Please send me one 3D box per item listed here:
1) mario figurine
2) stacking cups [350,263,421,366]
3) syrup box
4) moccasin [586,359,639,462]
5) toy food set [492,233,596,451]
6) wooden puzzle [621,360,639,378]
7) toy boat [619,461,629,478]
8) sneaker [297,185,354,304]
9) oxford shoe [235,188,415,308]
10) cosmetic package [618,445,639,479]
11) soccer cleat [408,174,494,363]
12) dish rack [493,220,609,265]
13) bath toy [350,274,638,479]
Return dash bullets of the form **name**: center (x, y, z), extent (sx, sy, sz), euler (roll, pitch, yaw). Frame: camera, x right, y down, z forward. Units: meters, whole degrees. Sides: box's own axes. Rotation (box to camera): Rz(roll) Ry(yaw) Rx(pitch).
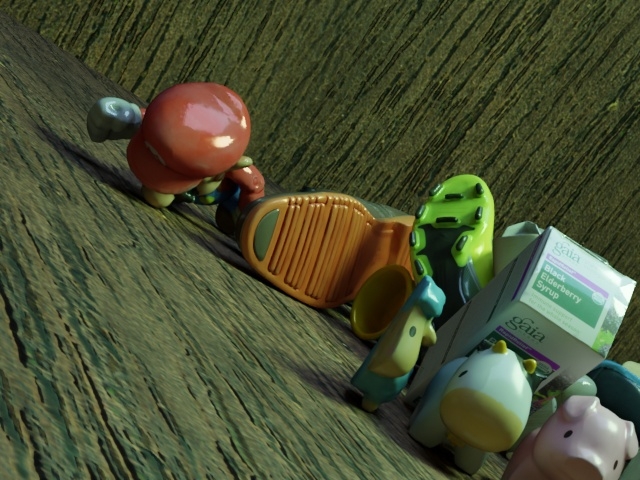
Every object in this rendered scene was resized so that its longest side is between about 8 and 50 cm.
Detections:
- **mario figurine**: center (-0.157, -0.071, 1.882), extent (0.198, 0.170, 0.320), euler (-2, -11, 5)
- **stacking cups**: center (0.180, 0.135, 1.920), extent (0.316, 0.096, 0.096), euler (31, 5, -31)
- **syrup box**: center (0.177, 0.094, 1.501), extent (0.093, 0.096, 0.237), euler (33, -34, -5)
- **moccasin**: center (0.427, 0.285, 1.942), extent (0.342, 0.117, 0.138), euler (40, -3, 16)
- **toy food set**: center (0.246, 0.110, 1.786), extent (0.092, 0.219, 0.306), euler (-4, -5, 11)
- **wooden puzzle**: center (0.514, 0.222, 2.083), extent (0.221, 0.044, 0.239), euler (28, 10, 37)
- **toy boat**: center (0.489, 0.291, 2.115), extent (0.318, 0.148, 0.267), euler (35, 4, 28)
- **sneaker**: center (0.017, 0.011, 2.098), extent (0.101, 0.106, 0.267), euler (32, 1, 30)
- **oxford shoe**: center (0.000, 0.000, 1.906), extent (0.133, 0.130, 0.364), euler (25, 7, 34)
- **cosmetic package**: center (0.538, 0.189, 1.630), extent (0.329, 0.393, 0.327), euler (34, 13, 19)
- **soccer cleat**: center (0.154, 0.059, 1.815), extent (0.093, 0.289, 0.121), euler (-10, -38, 19)
- **dish rack**: center (0.218, 0.050, 2.137), extent (0.333, 0.286, 0.072), euler (-136, -151, -78)
- **bath toy**: center (0.199, 0.170, 1.400), extent (0.348, 0.129, 0.151), euler (33, 3, -6)
